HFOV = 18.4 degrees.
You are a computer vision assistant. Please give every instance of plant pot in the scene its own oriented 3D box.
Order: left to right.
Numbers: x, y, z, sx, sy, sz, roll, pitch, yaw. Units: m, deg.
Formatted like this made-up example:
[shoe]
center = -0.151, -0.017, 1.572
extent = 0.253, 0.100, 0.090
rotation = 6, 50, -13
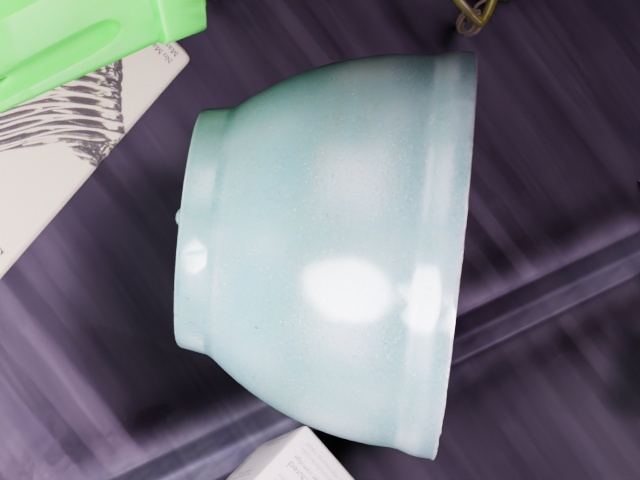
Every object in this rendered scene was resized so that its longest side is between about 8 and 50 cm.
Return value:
[plant pot]
center = 0.000, 0.000, 1.418
extent = 0.196, 0.293, 0.293
rotation = 7, 70, 2

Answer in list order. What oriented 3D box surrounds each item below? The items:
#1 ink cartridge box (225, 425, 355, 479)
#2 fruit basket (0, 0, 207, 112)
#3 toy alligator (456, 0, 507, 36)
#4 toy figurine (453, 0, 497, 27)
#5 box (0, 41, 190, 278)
[ink cartridge box]
center = -0.054, 0.260, 1.405
extent = 0.134, 0.078, 0.231
rotation = 49, 60, -8
[fruit basket]
center = -0.190, -0.326, 1.322
extent = 0.392, 0.283, 0.392
rotation = -1, 67, 2
[toy alligator]
center = 0.167, -0.235, 1.691
extent = 0.190, 0.056, 0.051
rotation = -60, 150, -21
[toy figurine]
center = 0.086, -0.372, 1.554
extent = 0.362, 0.217, 0.191
rotation = 44, 62, 1
[box]
center = -0.221, -0.063, 1.400
extent = 0.113, 0.094, 0.275
rotation = 42, 60, -11
